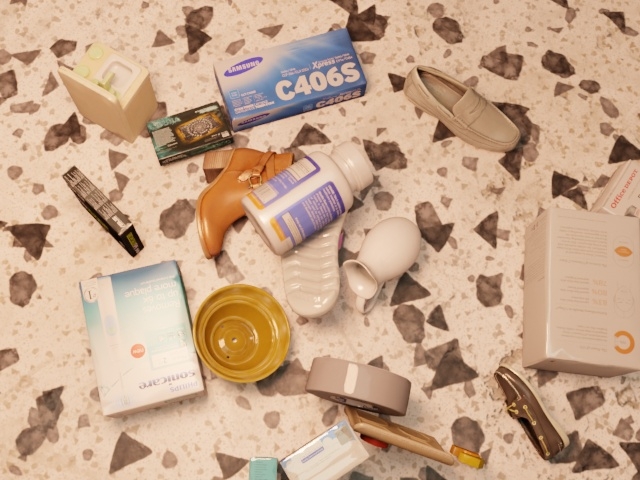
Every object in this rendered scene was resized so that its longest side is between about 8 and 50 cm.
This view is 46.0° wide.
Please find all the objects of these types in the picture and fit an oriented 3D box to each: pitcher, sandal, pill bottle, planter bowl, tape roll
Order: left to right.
[{"bbox_3d":[-0.182,0.212,1.666,0.217,0.090,0.217,7,68,-18],"label":"planter bowl"},{"bbox_3d":[-0.024,-0.100,1.655,0.272,0.152,0.152,-33,79,-9],"label":"pill bottle"},{"bbox_3d":[-0.015,0.000,1.744,0.169,0.102,0.417,-2,56,15],"label":"sandal"},{"bbox_3d":[0.081,0.311,1.598,0.219,0.219,0.072,14,74,0],"label":"tape roll"},{"bbox_3d":[0.142,0.055,1.729,0.125,0.178,0.207,26,49,25],"label":"pitcher"}]

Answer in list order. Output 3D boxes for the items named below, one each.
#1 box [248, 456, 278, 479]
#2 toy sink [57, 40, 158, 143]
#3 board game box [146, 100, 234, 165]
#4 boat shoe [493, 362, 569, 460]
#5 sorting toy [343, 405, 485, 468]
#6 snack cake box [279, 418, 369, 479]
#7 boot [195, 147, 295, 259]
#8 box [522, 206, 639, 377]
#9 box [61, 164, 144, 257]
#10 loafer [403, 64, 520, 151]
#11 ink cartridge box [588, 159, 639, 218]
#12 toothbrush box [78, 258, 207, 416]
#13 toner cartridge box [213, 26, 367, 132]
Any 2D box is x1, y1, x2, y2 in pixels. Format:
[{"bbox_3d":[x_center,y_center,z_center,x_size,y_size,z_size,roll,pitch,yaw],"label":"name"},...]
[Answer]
[{"bbox_3d":[-0.124,0.577,1.570,0.060,0.100,0.244,3,73,-2],"label":"box"},{"bbox_3d":[-0.483,-0.354,1.745,0.152,0.234,0.131,29,75,5],"label":"toy sink"},{"bbox_3d":[-0.315,-0.260,1.820,0.186,0.026,0.126,-19,59,-9],"label":"board game box"},{"bbox_3d":[0.456,0.379,1.675,0.068,0.081,0.228,-34,81,-16],"label":"boat shoe"},{"bbox_3d":[0.198,0.426,1.567,0.307,0.229,0.041,21,85,-2],"label":"sorting toy"},{"bbox_3d":[0.002,0.444,1.531,0.152,0.264,0.089,-32,78,-12],"label":"snack cake box"},{"bbox_3d":[-0.168,-0.089,1.754,0.220,0.109,0.284,1,60,5],"label":"boot"},{"bbox_3d":[0.590,0.121,1.714,0.214,0.168,0.346,7,73,-2],"label":"box"},{"bbox_3d":[-0.482,-0.061,1.686,0.190,0.184,0.045,44,77,8],"label":"box"},{"bbox_3d":[0.350,-0.325,1.854,0.319,0.111,0.112,29,74,5],"label":"loafer"},{"bbox_3d":[0.784,-0.067,1.821,0.217,0.092,0.159,34,74,8],"label":"ink cartridge box"},{"bbox_3d":[-0.384,0.216,1.644,0.216,0.126,0.296,-12,76,-7],"label":"toothbrush box"},{"bbox_3d":[-0.075,-0.398,1.867,0.347,0.075,0.165,-18,75,-8],"label":"toner cartridge box"}]
